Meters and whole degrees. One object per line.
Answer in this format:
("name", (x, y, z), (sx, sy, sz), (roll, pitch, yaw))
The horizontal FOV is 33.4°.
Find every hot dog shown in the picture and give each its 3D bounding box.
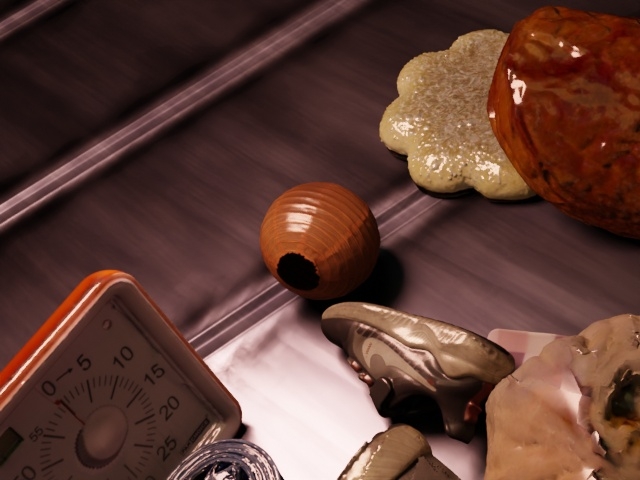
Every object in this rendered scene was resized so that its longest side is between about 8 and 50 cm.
("hot dog", (0.380, -0.135, 1.165), (0.387, 0.174, 0.267), (14, 60, 15))

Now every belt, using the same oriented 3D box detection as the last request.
("belt", (-0.102, 0.290, 1.035), (0.141, 0.082, 0.190), (9, 55, 30))

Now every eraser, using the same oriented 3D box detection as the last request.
("eraser", (0.221, 0.128, 1.097), (0.105, 0.026, 0.065), (4, 53, 21))

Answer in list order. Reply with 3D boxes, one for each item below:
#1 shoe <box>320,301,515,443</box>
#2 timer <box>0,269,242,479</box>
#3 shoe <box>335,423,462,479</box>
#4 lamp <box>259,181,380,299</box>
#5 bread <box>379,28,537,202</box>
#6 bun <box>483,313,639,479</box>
("shoe", (0.085, 0.132, 1.094), (0.227, 0.099, 0.112), (8, 77, 38))
("timer", (-0.239, 0.183, 1.053), (0.161, 0.250, 0.257), (24, 63, 32))
("shoe", (0.035, 0.332, 0.944), (0.171, 0.132, 0.336), (33, 65, 25))
("lamp", (0.000, 0.000, 1.197), (0.136, 0.136, 0.136), (-9, 51, 11))
("bread", (0.174, -0.154, 1.317), (0.207, 0.056, 0.287), (-14, 49, 5))
("bun", (0.263, 0.188, 0.920), (0.281, 0.205, 0.282), (-10, 50, 12))
